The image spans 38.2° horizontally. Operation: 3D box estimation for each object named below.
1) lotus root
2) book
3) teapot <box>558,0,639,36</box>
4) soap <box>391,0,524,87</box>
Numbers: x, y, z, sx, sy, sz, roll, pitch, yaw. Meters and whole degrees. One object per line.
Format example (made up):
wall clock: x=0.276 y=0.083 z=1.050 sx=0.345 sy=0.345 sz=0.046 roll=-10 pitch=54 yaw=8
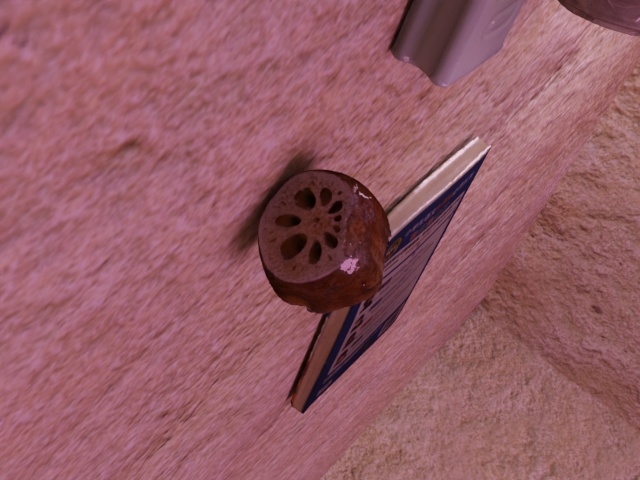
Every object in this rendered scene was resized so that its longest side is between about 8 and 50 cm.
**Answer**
lotus root: x=-0.003 y=0.000 z=0.820 sx=0.081 sy=0.112 sz=0.122 roll=35 pitch=61 yaw=-66
book: x=0.099 y=0.062 z=1.395 sx=0.300 sy=0.039 sz=0.428 roll=-40 pitch=161 yaw=-40
teapot: x=0.369 y=-0.340 z=1.042 sx=0.221 sy=0.163 sz=0.178 roll=-33 pitch=148 yaw=-51
soap: x=0.144 y=-0.239 z=0.787 sx=0.119 sy=0.066 sz=0.198 roll=-36 pitch=158 yaw=-41
